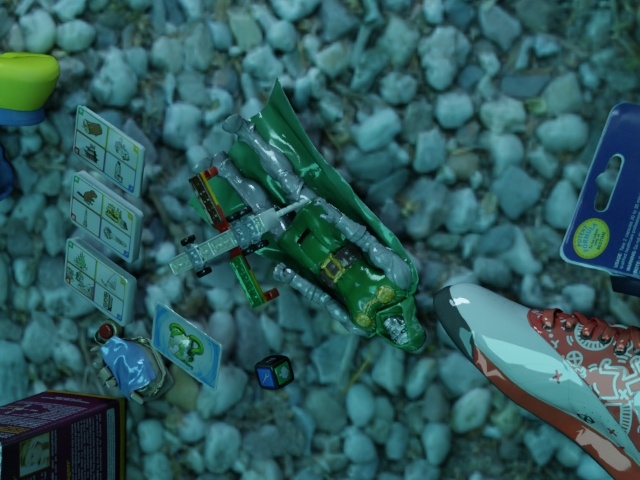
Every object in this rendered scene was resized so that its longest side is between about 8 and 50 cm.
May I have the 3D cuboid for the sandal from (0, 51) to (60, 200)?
[{"bbox_3d":[-0.373,-0.102,1.400,0.317,0.126,0.138,9,103,23],"label":"sandal"}]

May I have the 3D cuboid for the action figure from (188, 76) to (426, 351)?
[{"bbox_3d":[0.000,0.000,1.278,0.232,0.063,0.137,45,121,16],"label":"action figure"}]

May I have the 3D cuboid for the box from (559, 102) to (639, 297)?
[{"bbox_3d":[0.292,-0.012,1.134,0.225,0.036,0.136,16,70,20],"label":"box"}]

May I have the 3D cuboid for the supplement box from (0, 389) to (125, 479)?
[{"bbox_3d":[-0.239,0.190,1.332,0.080,0.188,0.104,3,97,23],"label":"supplement box"}]

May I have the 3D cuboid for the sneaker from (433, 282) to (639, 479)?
[{"bbox_3d":[0.221,0.083,1.180,0.270,0.090,0.145,41,108,11],"label":"sneaker"}]

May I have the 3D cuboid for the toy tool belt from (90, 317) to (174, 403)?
[{"bbox_3d":[-0.164,0.100,1.365,0.052,0.051,0.083,-45,77,20],"label":"toy tool belt"}]

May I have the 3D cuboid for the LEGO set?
[{"bbox_3d":[-0.103,0.014,1.305,0.244,0.060,0.182,33,131,29],"label":"LEGO set"}]
